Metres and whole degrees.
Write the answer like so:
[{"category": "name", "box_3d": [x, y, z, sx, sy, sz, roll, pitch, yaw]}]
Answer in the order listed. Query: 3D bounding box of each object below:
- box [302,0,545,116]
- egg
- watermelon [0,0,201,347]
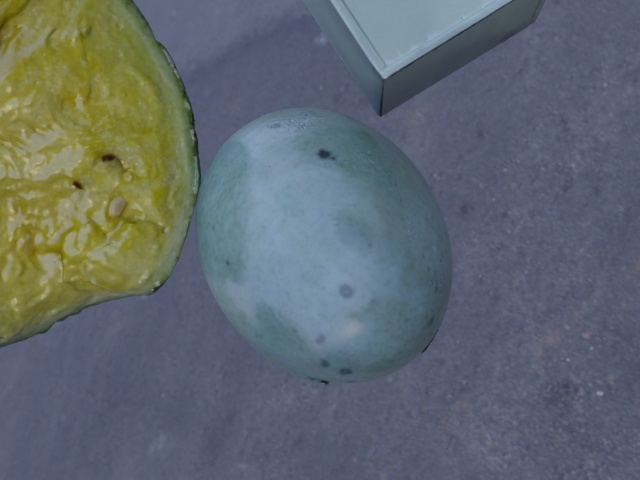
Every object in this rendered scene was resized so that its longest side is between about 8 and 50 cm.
[{"category": "box", "box_3d": [0.035, -0.216, 0.550, 0.129, 0.225, 0.086, -32, -9, -3]}, {"category": "egg", "box_3d": [0.000, 0.000, 0.579, 0.169, 0.169, 0.236, -50, 38, 19]}, {"category": "watermelon", "box_3d": [-0.279, -0.062, 0.633, 0.189, 0.331, 0.331, -2, 63, 50]}]
